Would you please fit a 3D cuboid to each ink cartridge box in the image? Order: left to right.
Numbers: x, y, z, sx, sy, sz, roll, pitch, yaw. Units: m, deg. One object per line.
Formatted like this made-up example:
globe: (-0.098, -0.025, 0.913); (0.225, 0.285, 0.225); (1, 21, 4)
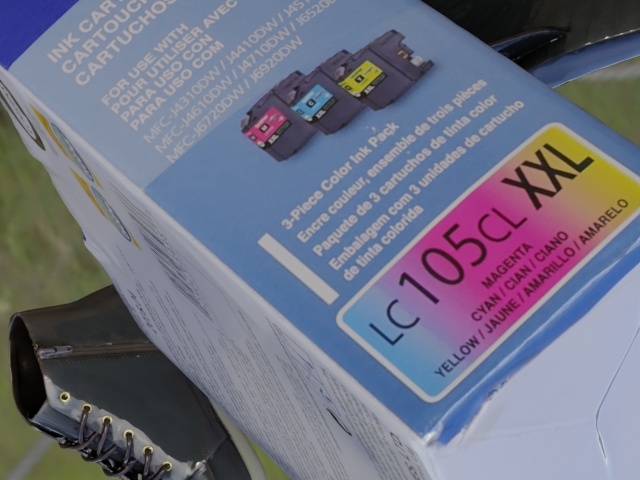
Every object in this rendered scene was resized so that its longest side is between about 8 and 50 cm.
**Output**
ink cartridge box: (0.000, 0.000, 0.896); (0.151, 0.395, 0.270); (-41, 143, -14)

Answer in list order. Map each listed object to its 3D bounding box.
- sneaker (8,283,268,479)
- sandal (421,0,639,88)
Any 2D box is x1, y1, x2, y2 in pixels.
sneaker: (-0.114, 0.135, 1.208); (0.118, 0.222, 0.083); (-13, 159, -35)
sandal: (0.090, -0.154, 1.343); (0.445, 0.168, 0.107); (-28, 150, 12)
